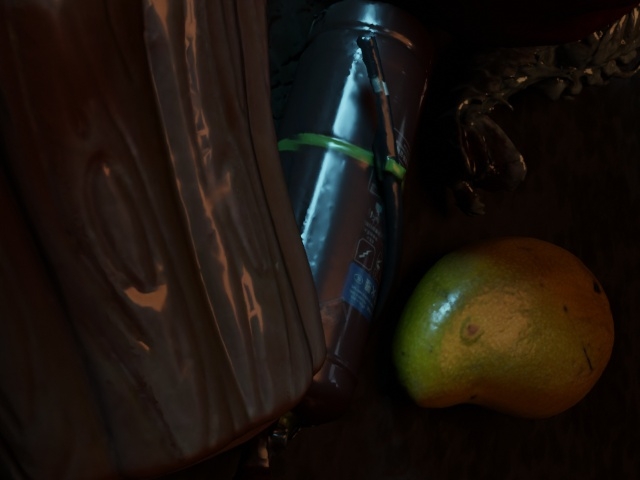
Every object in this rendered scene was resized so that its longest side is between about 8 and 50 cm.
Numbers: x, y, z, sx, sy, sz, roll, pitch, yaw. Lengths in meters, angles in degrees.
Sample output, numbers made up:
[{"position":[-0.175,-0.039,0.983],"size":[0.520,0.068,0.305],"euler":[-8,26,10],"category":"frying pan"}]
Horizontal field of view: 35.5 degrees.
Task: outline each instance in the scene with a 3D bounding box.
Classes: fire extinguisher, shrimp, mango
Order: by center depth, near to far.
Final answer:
[{"position":[0.000,0.000,0.639],"size":[0.141,0.105,0.341],"euler":[84,19,-64],"category":"fire extinguisher"},{"position":[0.163,0.076,0.838],"size":[0.262,0.109,0.157],"euler":[-5,93,-49],"category":"mango"},{"position":[0.237,-0.179,0.925],"size":[0.410,0.221,0.166],"euler":[-30,79,-30],"category":"shrimp"}]

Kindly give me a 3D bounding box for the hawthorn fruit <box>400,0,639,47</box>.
[{"position":[0.152,-0.353,0.703],"size":[0.403,0.403,0.402],"euler":[9,78,-50],"category":"hawthorn fruit"}]

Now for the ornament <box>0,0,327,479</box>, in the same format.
[{"position":[-0.110,-0.015,0.458],"size":[0.235,0.221,0.217],"euler":[-125,-159,-76],"category":"ornament"}]
